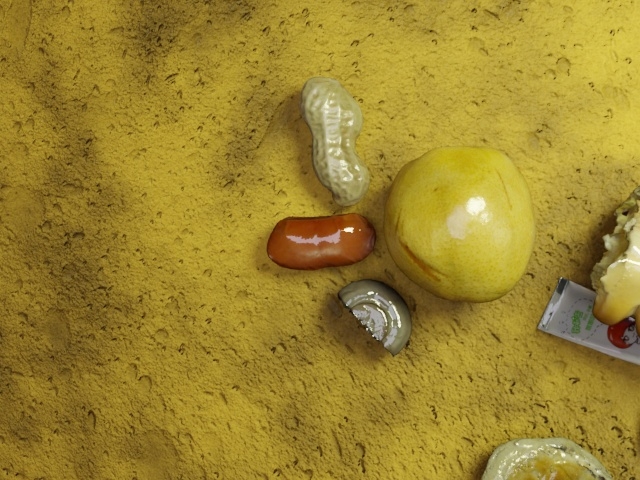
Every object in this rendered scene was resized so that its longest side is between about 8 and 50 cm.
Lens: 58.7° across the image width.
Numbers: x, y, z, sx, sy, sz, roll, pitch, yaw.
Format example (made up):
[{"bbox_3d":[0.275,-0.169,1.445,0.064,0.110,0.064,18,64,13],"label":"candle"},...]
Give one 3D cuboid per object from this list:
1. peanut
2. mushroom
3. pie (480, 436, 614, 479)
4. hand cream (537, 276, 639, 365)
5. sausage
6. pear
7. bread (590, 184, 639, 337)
[{"bbox_3d":[0.037,-0.224,1.280,0.136,0.120,0.299,-11,92,22],"label":"peanut"},{"bbox_3d":[0.130,0.156,1.266,0.188,0.141,0.117,42,81,8],"label":"mushroom"},{"bbox_3d":[0.472,0.572,1.176,0.339,0.077,0.339,0,90,-4],"label":"pie"},{"bbox_3d":[0.610,0.185,1.117,0.336,0.076,0.121,23,90,38],"label":"hand cream"},{"bbox_3d":[0.000,0.003,1.300,0.258,0.133,0.133,-5,91,13],"label":"sausage"},{"bbox_3d":[0.273,-0.033,1.135,0.314,0.314,0.314,1,93,17],"label":"pear"},{"bbox_3d":[0.627,0.070,1.029,0.270,0.316,0.211,28,136,13],"label":"bread"}]
